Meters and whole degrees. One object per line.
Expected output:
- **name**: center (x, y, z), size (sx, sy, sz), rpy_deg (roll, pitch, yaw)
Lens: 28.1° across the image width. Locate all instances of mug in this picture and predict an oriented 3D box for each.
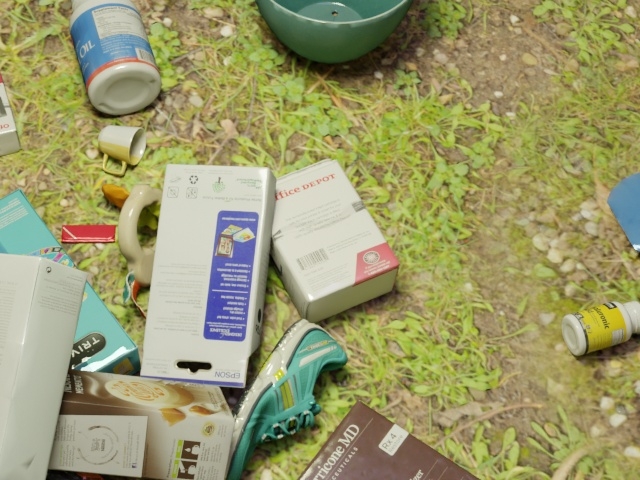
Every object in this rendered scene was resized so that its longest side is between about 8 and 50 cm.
- **mug**: center (-0.326, -0.153, 2.059), size (0.064, 0.062, 0.078), rpy_deg (14, 51, 14)

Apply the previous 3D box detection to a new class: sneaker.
- **sneaker**: center (-0.057, 0.235, 1.815), size (0.110, 0.107, 0.275), rpy_deg (34, 64, 2)

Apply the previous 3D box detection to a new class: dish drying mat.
- **dish drying mat**: center (-0.362, -0.011, 1.997), size (0.083, 0.008, 0.032), rpy_deg (-1, 57, -4)

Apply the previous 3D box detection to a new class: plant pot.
- **plant pot**: center (0.019, -0.412, 2.160), size (0.290, 0.195, 0.290), rpy_deg (2, 58, -3)

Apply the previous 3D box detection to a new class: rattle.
- **rattle**: center (-0.305, 0.012, 1.953), size (0.142, 0.130, 0.200), rpy_deg (9, 84, 14)

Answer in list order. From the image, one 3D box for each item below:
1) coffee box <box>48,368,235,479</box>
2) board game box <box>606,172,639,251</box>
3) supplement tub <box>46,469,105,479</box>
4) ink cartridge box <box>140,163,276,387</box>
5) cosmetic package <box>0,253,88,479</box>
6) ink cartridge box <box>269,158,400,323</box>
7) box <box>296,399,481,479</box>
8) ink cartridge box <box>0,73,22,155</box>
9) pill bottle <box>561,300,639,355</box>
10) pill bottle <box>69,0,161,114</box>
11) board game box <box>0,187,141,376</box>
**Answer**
- **coffee box**: center (-0.253, 0.249, 1.722), size (0.246, 0.141, 0.098), rpy_deg (8, 100, -16)
- **board game box**: center (0.541, -0.035, 2.059), size (0.133, 0.033, 0.169), rpy_deg (-17, 56, -8)
- **supplement tub**: center (-0.364, 0.386, 1.686), size (0.117, 0.117, 0.190), rpy_deg (31, 61, 15)
- **ink cartridge box**: center (-0.164, 0.054, 1.888), size (0.165, 0.065, 0.333), rpy_deg (4, 76, 12)
- **cosmetic package**: center (-0.493, 0.157, 1.677), size (0.377, 0.097, 0.284), rpy_deg (4, 77, 35)
- **ink cartridge box**: center (0.000, 0.000, 1.965), size (0.158, 0.092, 0.218), rpy_deg (-22, 64, -16)
- **box**: center (0.081, 0.359, 1.702), size (0.203, 0.167, 0.168), rpy_deg (32, 62, 15)
- **ink cartridge box**: center (-0.550, -0.202, 2.074), size (0.099, 0.056, 0.135), rpy_deg (-16, 60, -14)
- **pill bottle**: center (0.429, 0.129, 1.929), size (0.116, 0.065, 0.065), rpy_deg (-15, 60, -14)
- **pill bottle**: center (-0.349, -0.329, 2.128), size (0.124, 0.124, 0.221), rpy_deg (-14, 59, -12)
- **board game box**: center (-0.461, 0.117, 1.869), size (0.253, 0.079, 0.336), rpy_deg (-31, 65, -20)
